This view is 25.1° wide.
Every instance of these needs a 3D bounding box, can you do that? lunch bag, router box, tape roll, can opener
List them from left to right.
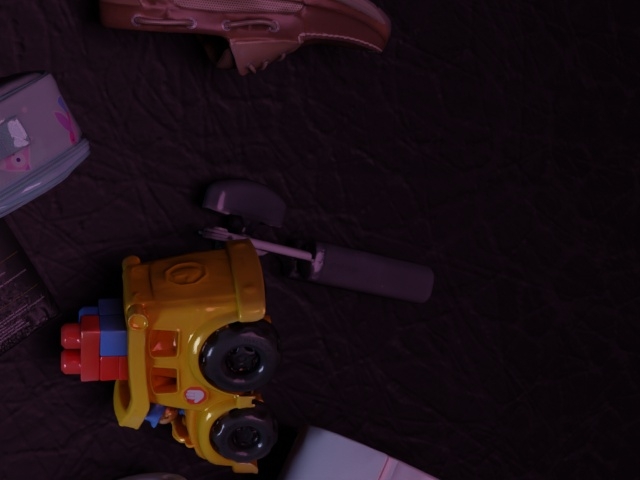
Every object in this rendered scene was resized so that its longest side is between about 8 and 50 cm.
[{"bbox_3d":[-0.349,-0.047,1.248,0.279,0.224,0.107,-34,109,-26],"label":"lunch bag"},{"bbox_3d":[-0.353,0.063,1.356,0.179,0.046,0.133,-36,110,-24],"label":"router box"},{"bbox_3d":[0.000,0.000,1.547,0.284,0.076,0.095,12,88,-32],"label":"can opener"},{"bbox_3d":[0.054,0.319,1.503,0.246,0.246,0.169,32,78,-29],"label":"tape roll"}]

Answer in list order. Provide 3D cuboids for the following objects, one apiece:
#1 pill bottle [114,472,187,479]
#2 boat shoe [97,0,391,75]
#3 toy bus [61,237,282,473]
[{"bbox_3d":[-0.169,0.356,1.440,0.124,0.124,0.221,-17,101,-29],"label":"pill bottle"},{"bbox_3d":[-0.081,-0.228,1.468,0.325,0.123,0.116,11,94,-25],"label":"boat shoe"},{"bbox_3d":[-0.150,0.122,1.426,0.212,0.149,0.220,-5,122,-11],"label":"toy bus"}]
